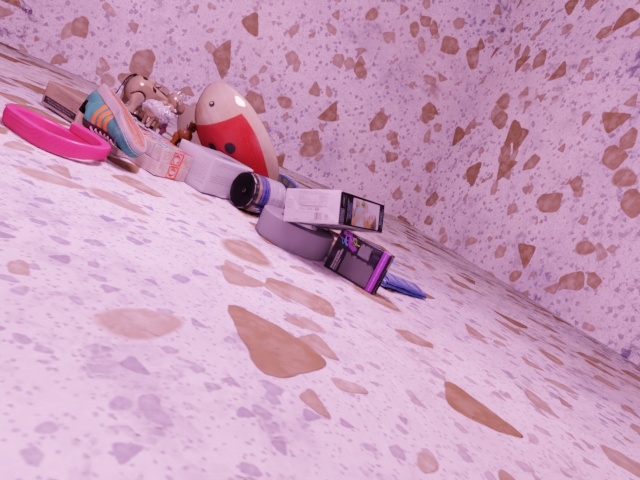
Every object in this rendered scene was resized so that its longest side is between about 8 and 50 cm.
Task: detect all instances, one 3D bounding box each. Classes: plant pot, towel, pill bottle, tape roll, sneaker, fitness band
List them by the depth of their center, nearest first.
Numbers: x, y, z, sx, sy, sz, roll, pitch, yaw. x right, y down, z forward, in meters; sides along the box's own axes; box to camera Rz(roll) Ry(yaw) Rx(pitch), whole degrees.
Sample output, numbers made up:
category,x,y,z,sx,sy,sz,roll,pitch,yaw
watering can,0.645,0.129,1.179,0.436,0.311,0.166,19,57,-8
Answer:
category,x,y,z,sx,sy,sz,roll,pitch,yaw
fitness band,-0.666,-0.271,1.310,0.291,0.054,0.209,30,10,27
sneaker,-0.583,-0.312,1.440,0.302,0.121,0.108,53,1,33
tape roll,-0.073,-0.023,1.467,0.219,0.072,0.219,24,10,-5
towel,0.192,0.078,1.633,0.209,0.034,0.285,22,19,-41
pill bottle,-0.174,-0.140,1.674,0.123,0.122,0.219,34,12,38
sneaker,-0.190,-0.244,2.215,0.297,0.111,0.131,29,10,15
plant pot,-0.508,-0.452,2.253,0.284,0.190,0.284,26,10,-5

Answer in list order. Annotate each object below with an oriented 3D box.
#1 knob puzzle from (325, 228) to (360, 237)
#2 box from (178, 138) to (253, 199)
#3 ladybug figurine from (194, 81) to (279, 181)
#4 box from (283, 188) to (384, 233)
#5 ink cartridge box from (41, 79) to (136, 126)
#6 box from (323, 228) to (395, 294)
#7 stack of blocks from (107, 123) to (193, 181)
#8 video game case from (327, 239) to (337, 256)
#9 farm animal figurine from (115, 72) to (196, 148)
category,x,y,z,sx,sy,sz,roll,pitch,yaw
knob puzzle,0.075,-0.032,2.016,0.213,0.030,0.213,25,9,-4
box,-0.352,-0.225,1.671,0.182,0.119,0.181,31,11,31
ladybug figurine,-0.310,-0.340,1.860,0.305,0.162,0.449,11,-44,47
box,0.045,-0.077,1.423,0.169,0.087,0.290,5,-2,30
ink cartridge box,-0.795,-0.446,1.784,0.193,0.088,0.235,30,10,23
box,0.102,0.055,1.375,0.162,0.116,0.029,30,9,20
stack of blocks,-0.558,-0.290,1.582,0.297,0.087,0.171,31,11,25
video game case,0.000,0.000,1.669,0.285,0.025,0.204,32,11,27
farm animal figurine,-0.576,-0.481,1.809,0.330,0.172,0.327,35,2,19
